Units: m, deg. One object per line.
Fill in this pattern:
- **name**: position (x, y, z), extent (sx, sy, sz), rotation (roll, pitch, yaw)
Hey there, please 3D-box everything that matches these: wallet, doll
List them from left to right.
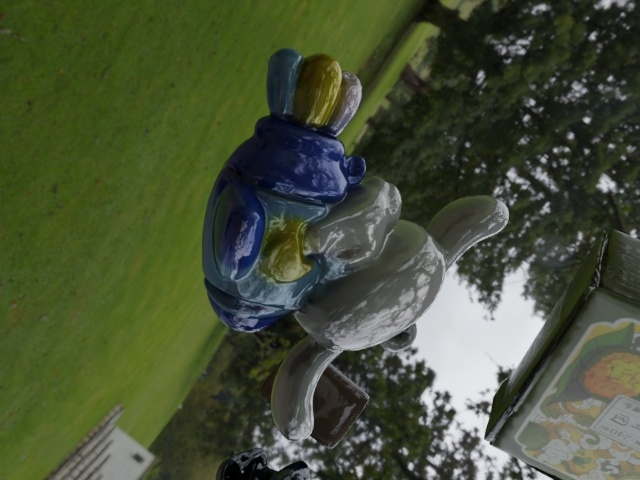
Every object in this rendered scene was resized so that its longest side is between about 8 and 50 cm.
- **wallet**: position (-0.011, 0.249, 0.949), extent (0.118, 0.153, 0.039), rotation (-52, 179, -10)
- **doll**: position (-0.005, 0.000, 0.669), extent (0.376, 0.365, 0.187), rotation (-53, -153, -19)

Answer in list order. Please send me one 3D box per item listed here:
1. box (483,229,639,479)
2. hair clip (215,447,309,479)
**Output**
- **box**: position (0.483, 0.228, 0.785), extent (0.138, 0.420, 0.373), rotation (-52, 161, -46)
- **hair clip**: position (-0.096, 0.477, 0.873), extent (0.195, 0.310, 0.206), rotation (0, -161, 31)
